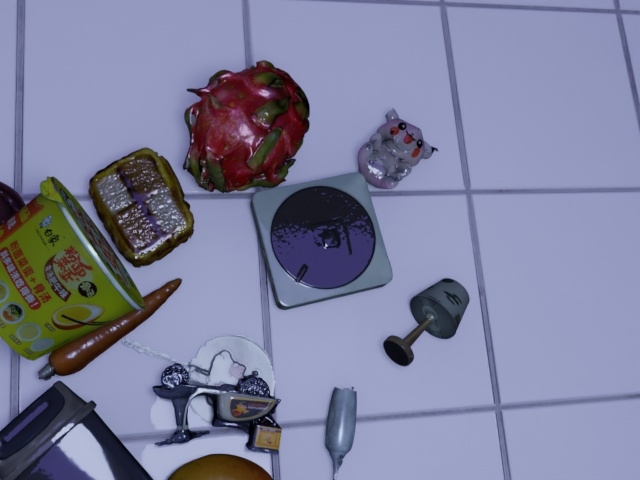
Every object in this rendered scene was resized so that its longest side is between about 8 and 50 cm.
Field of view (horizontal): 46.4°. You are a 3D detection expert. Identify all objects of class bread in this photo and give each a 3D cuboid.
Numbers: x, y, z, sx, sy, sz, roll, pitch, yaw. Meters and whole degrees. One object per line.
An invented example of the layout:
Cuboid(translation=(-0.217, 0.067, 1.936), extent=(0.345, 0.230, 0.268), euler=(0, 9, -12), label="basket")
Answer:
Cuboid(translation=(-0.365, -0.068, 1.547), extent=(0.181, 0.096, 0.222), euler=(-28, 83, -15), label="bread")

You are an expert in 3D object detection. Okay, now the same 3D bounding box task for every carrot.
Cuboid(translation=(-0.413, 0.175, 1.493), extent=(0.336, 0.069, 0.069), euler=(-35, 85, -25), label="carrot")

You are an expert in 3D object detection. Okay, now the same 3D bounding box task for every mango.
Cuboid(translation=(-0.185, 0.483, 1.421), extent=(0.221, 0.120, 0.151), euler=(25, 66, -5), label="mango")

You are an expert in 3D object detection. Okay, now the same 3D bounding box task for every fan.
Cuboid(translation=(-0.249, 0.263, 1.524), extent=(0.329, 0.009, 0.191), euler=(21, 75, -9), label="fan")

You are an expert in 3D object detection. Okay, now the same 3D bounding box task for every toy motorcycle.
Cuboid(translation=(-0.204, 0.333, 1.469), extent=(0.263, 0.091, 0.157), euler=(10, 81, -13), label="toy motorcycle")

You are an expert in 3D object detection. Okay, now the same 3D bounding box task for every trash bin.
Cuboid(translation=(-0.446, 0.419, 1.355), extent=(0.209, 0.182, 0.290), euler=(-43, 93, -21), label="trash bin")

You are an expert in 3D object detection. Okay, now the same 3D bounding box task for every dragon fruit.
Cuboid(translation=(-0.156, -0.233, 1.570), extent=(0.231, 0.237, 0.303), euler=(28, 81, 18), label="dragon fruit")

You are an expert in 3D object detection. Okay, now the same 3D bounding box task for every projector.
Cuboid(translation=(0.000, 0.000, 1.613), extent=(0.259, 0.079, 0.257), euler=(-12, 78, -15), label="projector")

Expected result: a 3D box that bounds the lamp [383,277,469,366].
Cuboid(translation=(0.228, 0.174, 1.591), extent=(0.121, 0.121, 0.214), euler=(49, 58, 3), label="lamp")

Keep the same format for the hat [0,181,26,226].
Cuboid(translation=(-0.681, -0.037, 1.471), extent=(0.205, 0.089, 0.205), euler=(3, 75, -12), label="hat")

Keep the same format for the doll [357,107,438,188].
Cuboid(translation=(0.166, -0.199, 1.697), extent=(0.149, 0.095, 0.192), euler=(45, 69, -4), label="doll")

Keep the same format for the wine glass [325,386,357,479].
Cuboid(translation=(0.037, 0.424, 1.516), extent=(0.074, 0.074, 0.262), euler=(10, 72, -9), label="wine glass")

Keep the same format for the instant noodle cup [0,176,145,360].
Cuboid(translation=(-0.504, 0.063, 1.387), extent=(0.221, 0.311, 0.311), euler=(-34, 85, -9), label="instant noodle cup")
